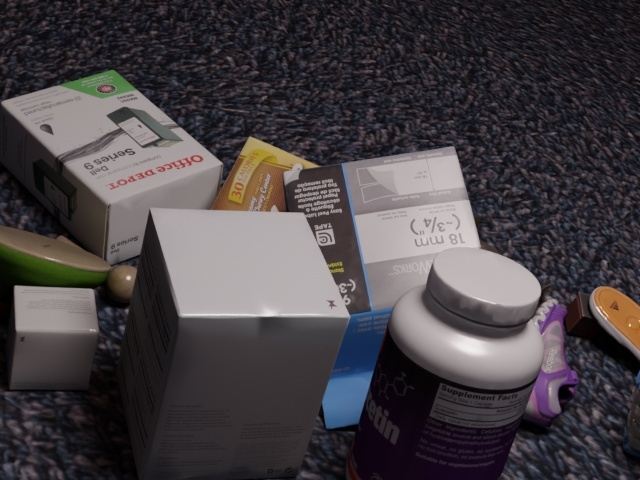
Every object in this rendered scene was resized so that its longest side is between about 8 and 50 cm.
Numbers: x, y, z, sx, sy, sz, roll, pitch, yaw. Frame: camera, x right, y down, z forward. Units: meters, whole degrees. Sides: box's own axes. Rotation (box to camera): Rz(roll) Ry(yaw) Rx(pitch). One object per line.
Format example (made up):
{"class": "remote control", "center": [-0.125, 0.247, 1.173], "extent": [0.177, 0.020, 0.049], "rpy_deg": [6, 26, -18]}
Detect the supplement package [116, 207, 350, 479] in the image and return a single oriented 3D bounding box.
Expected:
{"class": "supplement package", "center": [-0.113, 0.124, 1.423], "extent": [0.199, 0.262, 0.198], "rpy_deg": [2, 37, -21]}

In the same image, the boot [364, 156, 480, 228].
{"class": "boot", "center": [0.165, -0.069, 2.002], "extent": [0.219, 0.082, 0.106], "rpy_deg": [37, 17, 34]}

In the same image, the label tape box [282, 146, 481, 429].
{"class": "label tape box", "center": [0.095, 0.056, 1.574], "extent": [0.241, 0.106, 0.333], "rpy_deg": [-9, 64, -4]}

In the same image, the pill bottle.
{"class": "pill bottle", "center": [0.148, 0.176, 1.393], "extent": [0.181, 0.323, 0.181], "rpy_deg": [11, 27, -6]}

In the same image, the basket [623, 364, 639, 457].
{"class": "basket", "center": [0.543, 0.195, 1.568], "extent": [0.255, 0.289, 0.201], "rpy_deg": [27, 36, 17]}

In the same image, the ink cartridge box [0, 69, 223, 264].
{"class": "ink cartridge box", "center": [-0.314, -0.116, 1.794], "extent": [0.211, 0.121, 0.289], "rpy_deg": [-24, 51, -37]}

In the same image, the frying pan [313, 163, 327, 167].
{"class": "frying pan", "center": [-0.056, -0.079, 1.932], "extent": [0.326, 0.053, 0.197], "rpy_deg": [13, 33, -10]}

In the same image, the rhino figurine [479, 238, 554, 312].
{"class": "rhino figurine", "center": [0.265, 0.058, 1.842], "extent": [0.243, 0.073, 0.106], "rpy_deg": [34, 41, 21]}

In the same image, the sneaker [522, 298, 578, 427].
{"class": "sneaker", "center": [0.315, 0.178, 1.685], "extent": [0.104, 0.095, 0.236], "rpy_deg": [28, 41, 7]}

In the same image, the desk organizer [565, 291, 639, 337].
{"class": "desk organizer", "center": [0.443, 0.124, 1.837], "extent": [0.130, 0.050, 0.047], "rpy_deg": [13, 48, -16]}

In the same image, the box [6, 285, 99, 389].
{"class": "box", "center": [-0.333, 0.121, 1.482], "extent": [0.101, 0.102, 0.087], "rpy_deg": [3, 34, -19]}

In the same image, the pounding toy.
{"class": "pounding toy", "center": [-0.365, 0.059, 1.582], "extent": [0.183, 0.110, 0.237], "rpy_deg": [21, 4, 26]}

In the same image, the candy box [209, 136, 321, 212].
{"class": "candy box", "center": [0.000, 0.000, 1.721], "extent": [0.316, 0.087, 0.183], "rpy_deg": [24, 76, 11]}

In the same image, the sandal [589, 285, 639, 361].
{"class": "sandal", "center": [0.513, 0.152, 1.761], "extent": [0.265, 0.076, 0.102], "rpy_deg": [40, 50, 8]}
